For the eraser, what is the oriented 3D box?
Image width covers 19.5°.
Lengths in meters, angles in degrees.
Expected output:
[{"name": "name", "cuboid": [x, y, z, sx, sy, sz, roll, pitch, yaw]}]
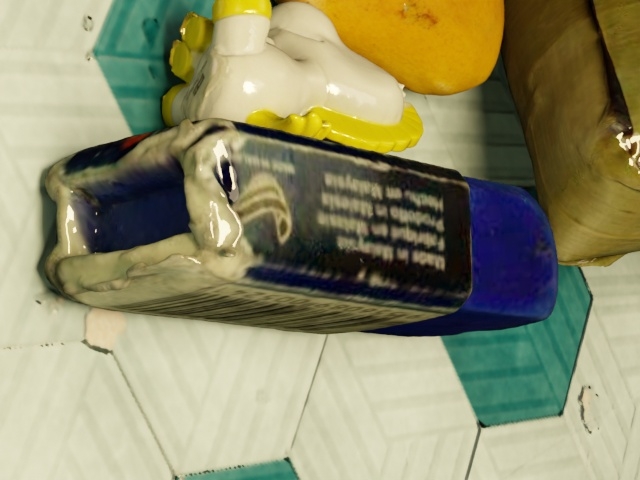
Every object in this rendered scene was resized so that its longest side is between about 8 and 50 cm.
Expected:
[{"name": "eraser", "cuboid": [0.000, 0.000, 1.143, 0.332, 0.155, 0.102, 8, 77, -45]}]

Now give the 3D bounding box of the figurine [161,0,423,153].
[{"name": "figurine", "cuboid": [-0.012, -0.094, 1.174, 0.178, 0.129, 0.109, -7, 130, -54]}]

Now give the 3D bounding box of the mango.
[{"name": "mango", "cuboid": [0.049, -0.182, 1.260, 0.217, 0.102, 0.141, 47, 60, -27]}]

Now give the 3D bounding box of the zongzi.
[{"name": "zongzi", "cuboid": [0.313, -0.157, 1.345, 0.393, 0.174, 0.356, -3, 57, -14]}]
